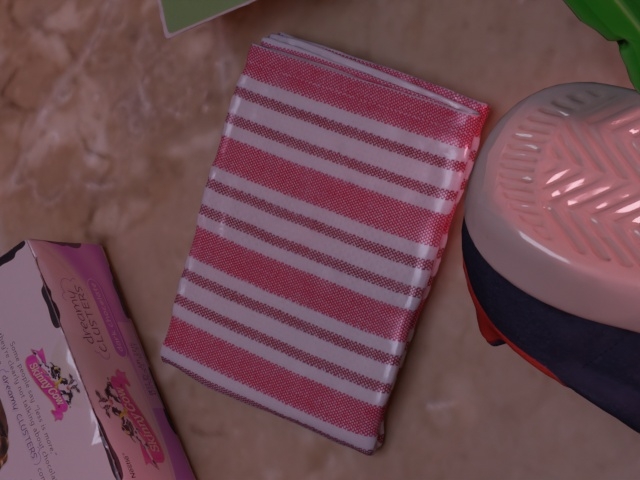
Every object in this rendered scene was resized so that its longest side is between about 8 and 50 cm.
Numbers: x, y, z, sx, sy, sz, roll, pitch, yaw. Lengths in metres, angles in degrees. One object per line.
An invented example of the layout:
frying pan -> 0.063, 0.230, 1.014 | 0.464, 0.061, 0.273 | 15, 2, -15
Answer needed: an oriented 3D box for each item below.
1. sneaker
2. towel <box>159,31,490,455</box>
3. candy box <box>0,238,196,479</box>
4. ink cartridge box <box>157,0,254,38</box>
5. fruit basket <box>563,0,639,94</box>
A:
sneaker -> 0.224, 0.051, 0.678 | 0.350, 0.148, 0.131 | 24, 61, 10
towel -> 0.000, 0.000, 0.854 | 0.144, 0.029, 0.197 | 22, 100, 29
candy box -> -0.186, 0.116, 0.927 | 0.196, 0.070, 0.164 | -31, 72, 25
ink cartridge box -> 0.009, -0.218, 0.845 | 0.235, 0.056, 0.171 | -20, 77, 29
fruit basket -> 0.217, -0.277, 0.646 | 0.392, 0.392, 0.283 | -36, 108, 23
